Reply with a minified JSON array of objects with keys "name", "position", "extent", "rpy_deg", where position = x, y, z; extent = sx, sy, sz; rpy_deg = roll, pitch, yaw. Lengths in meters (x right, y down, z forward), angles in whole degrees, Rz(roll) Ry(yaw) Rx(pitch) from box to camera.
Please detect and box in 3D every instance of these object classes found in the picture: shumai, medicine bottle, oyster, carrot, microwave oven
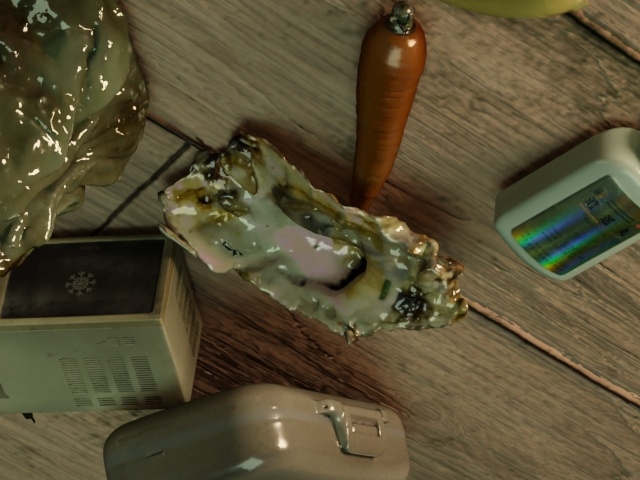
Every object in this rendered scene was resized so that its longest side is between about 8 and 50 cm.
[{"name":"shumai","position":[-0.325,-0.096,1.993],"extent":[0.309,0.263,0.304],"rpy_deg":[31,134,-24]},{"name":"medicine bottle","position":[-0.067,0.258,2.338],"extent":[0.282,0.123,0.375],"rpy_deg":[-21,160,24]},{"name":"oyster","position":[0.000,0.000,2.176],"extent":[0.355,0.107,0.201],"rpy_deg":[32,129,2]},{"name":"carrot","position":[0.062,-0.125,2.061],"extent":[0.069,0.069,0.336],"rpy_deg":[8,141,-2]},{"name":"medicine bottle","position":[0.302,-0.050,2.098],"extent":[0.229,0.083,0.121],"rpy_deg":[-33,122,33]},{"name":"microwave oven","position":[-0.270,0.098,2.280],"extent":[0.241,0.145,0.194],"rpy_deg":[-3,139,9]}]

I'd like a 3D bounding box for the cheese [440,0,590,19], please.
[{"name":"cheese","position":[0.124,-0.311,1.718],"extent":[0.316,0.128,0.259],"rpy_deg":[36,150,18]}]
